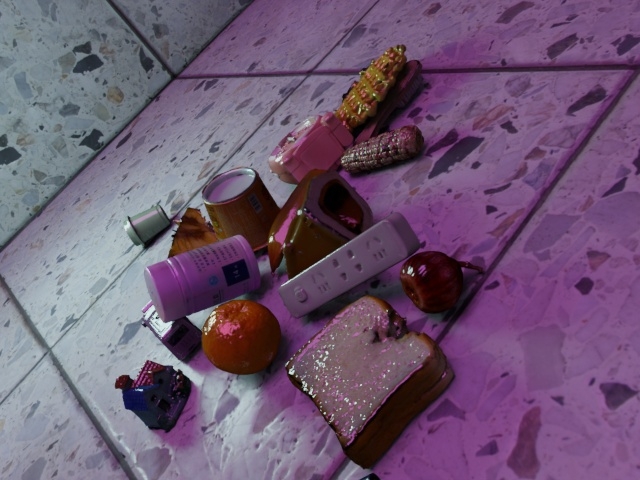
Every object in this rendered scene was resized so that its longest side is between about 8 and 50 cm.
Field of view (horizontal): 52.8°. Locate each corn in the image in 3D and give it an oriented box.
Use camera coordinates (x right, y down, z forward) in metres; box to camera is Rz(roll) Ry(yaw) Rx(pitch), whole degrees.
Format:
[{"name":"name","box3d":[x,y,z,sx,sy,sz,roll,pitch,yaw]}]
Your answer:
[{"name":"corn","box3d":[0.153,-0.234,1.698,0.253,0.086,0.086,-14,41,36]}]

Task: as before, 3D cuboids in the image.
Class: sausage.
[{"name":"sausage","box3d":[-0.061,-0.049,1.681,0.112,0.112,0.328,4,55,48]}]

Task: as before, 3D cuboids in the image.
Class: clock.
[{"name":"clock","box3d":[-0.041,-0.256,1.890,0.227,0.142,0.241,-47,23,-11]}]

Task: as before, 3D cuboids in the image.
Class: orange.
[{"name":"orange","box3d":[-0.175,0.213,1.418,0.177,0.155,0.177,-3,15,1]}]

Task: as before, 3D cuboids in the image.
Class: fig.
[{"name":"fig","box3d":[0.225,0.074,1.223,0.150,0.128,0.128,-19,38,23]}]

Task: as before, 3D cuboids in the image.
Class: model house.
[{"name":"model house","box3d":[0.007,-0.004,1.523,0.268,0.173,0.239,-72,6,-54]},{"name":"model house","box3d":[-0.399,0.345,1.505,0.119,0.149,0.148,-8,47,39]}]

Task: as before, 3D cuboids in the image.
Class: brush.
[{"name":"brush","box3d":[0.200,-0.372,1.852,0.070,0.065,0.327,25,79,50]}]

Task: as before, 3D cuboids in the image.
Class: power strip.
[{"name":"power strip","box3d":[0.041,0.066,1.361,0.385,0.091,0.062,-34,-4,39]}]

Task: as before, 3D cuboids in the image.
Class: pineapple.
[{"name":"pineapple","box3d":[-0.369,0.036,1.892,0.335,0.158,0.161,-103,29,-59]}]

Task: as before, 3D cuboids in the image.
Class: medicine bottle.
[{"name":"medicine bottle","box3d":[-0.293,0.094,1.603,0.253,0.152,0.152,-21,25,-23]}]

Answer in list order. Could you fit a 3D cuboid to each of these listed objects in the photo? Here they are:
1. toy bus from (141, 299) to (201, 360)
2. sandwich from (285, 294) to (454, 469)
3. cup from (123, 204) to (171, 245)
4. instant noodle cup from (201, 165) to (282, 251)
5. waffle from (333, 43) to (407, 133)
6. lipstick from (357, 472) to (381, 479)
[{"name":"toy bus","box3d":[-0.390,0.225,1.675,0.096,0.108,0.199,-48,33,-12]},{"name":"sandwich","box3d":[0.084,0.238,1.190,0.249,0.095,0.273,-44,33,-6]},{"name":"cup","box3d":[-0.597,-0.056,2.233,0.141,0.120,0.120,-29,32,-2]},{"name":"instant noodle cup","box3d":[-0.220,-0.089,1.788,0.215,0.172,0.216,-15,36,11]},{"name":"waffle","box3d":[0.139,-0.444,1.919,0.312,0.060,0.307,-60,20,-15]},{"name":"lipstick","box3d":[-0.002,0.454,1.060,0.234,0.053,0.053,-31,33,17]}]
